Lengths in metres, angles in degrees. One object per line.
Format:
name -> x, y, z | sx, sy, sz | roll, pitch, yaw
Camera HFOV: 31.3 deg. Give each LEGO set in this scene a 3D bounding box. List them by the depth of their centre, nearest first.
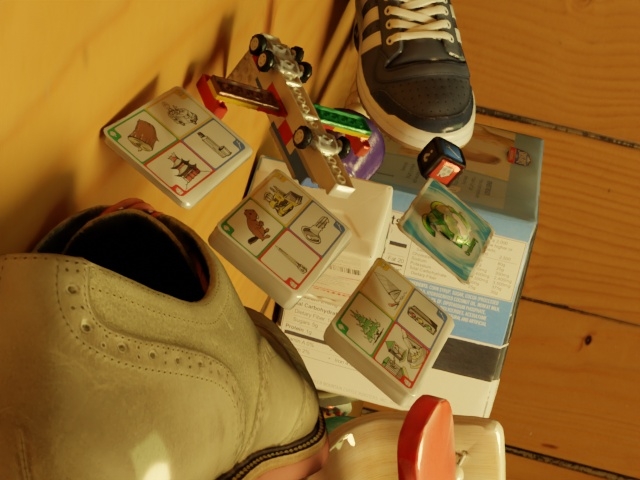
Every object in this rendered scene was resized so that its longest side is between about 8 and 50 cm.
LEGO set -> 0.001, -0.025, 0.610 | 0.060, 0.182, 0.244 | -49, -179, 31

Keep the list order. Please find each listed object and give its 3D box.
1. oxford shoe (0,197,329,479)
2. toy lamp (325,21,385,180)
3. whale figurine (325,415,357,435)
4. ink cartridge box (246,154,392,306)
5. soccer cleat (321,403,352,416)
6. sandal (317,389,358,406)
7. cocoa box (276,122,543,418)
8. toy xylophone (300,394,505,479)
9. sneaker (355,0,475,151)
oxford shoe -> -0.060, 0.045, 0.497 | 0.348, 0.123, 0.130 | -70, 158, -86
toy lamp -> 0.037, -0.129, 1.081 | 0.274, 0.080, 0.080 | -68, 169, -52
whale figurine -> -0.012, 0.340, 1.520 | 0.272, 0.141, 0.216 | -37, 160, -40
ink cartridge box -> 0.000, 0.000, 0.918 | 0.181, 0.104, 0.061 | 83, 23, -73
soccer cleat -> 0.012, 0.203, 1.592 | 0.196, 0.068, 0.076 | 75, 24, -71
sandal -> 0.030, 0.095, 1.434 | 0.303, 0.120, 0.086 | -71, 144, -49
cocoa box -> 0.106, 0.006, 1.241 | 0.347, 0.231, 0.228 | -58, 160, -68
toy xylophone -> -0.001, 0.229, 0.535 | 0.322, 0.081, 0.236 | -55, 146, -40
sneaker -> 0.084, -0.216, 1.000 | 0.153, 0.099, 0.282 | 98, -12, -46
